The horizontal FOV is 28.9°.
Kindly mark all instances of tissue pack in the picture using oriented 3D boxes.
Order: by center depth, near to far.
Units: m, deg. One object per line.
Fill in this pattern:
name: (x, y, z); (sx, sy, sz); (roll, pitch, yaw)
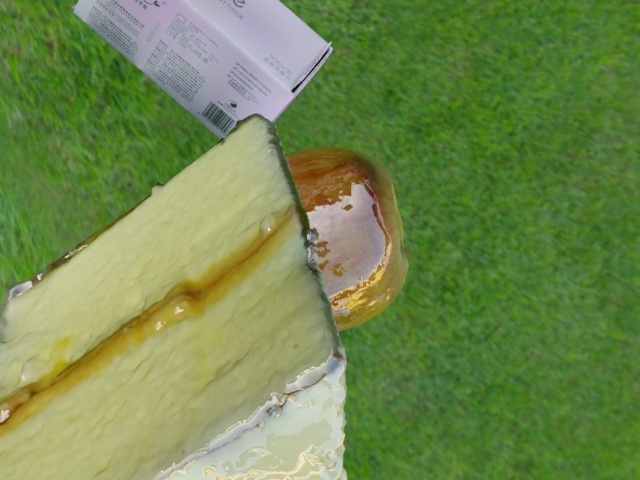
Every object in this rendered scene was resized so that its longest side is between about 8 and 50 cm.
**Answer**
tissue pack: (-0.125, -0.226, 1.322); (0.246, 0.148, 0.092); (41, 55, -6)

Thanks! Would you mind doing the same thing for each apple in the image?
apple: (0.000, 0.000, 1.386); (0.188, 0.211, 0.211); (-11, 115, 11)

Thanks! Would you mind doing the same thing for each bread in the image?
bread: (-0.092, 0.047, 0.591); (0.178, 0.240, 0.135); (-5, 123, -8)
